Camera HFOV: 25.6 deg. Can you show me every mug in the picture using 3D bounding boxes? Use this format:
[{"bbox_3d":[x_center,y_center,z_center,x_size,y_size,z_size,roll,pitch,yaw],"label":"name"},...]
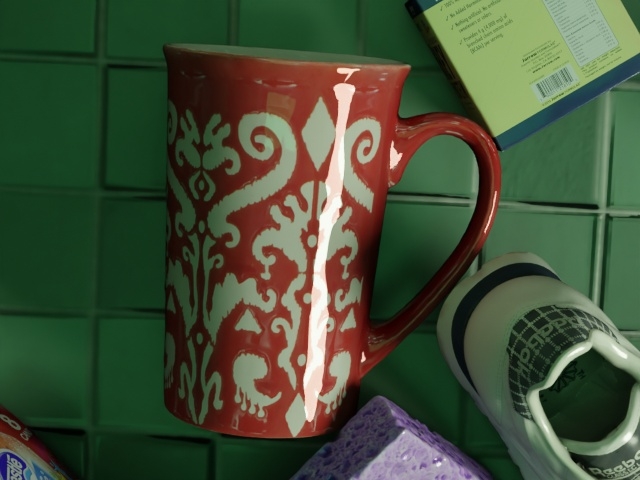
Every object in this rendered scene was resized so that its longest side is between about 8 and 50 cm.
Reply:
[{"bbox_3d":[-0.007,0.001,0.642,0.150,0.113,0.169,11,101,30],"label":"mug"}]

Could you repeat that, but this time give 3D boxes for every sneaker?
[{"bbox_3d":[0.145,0.109,0.648,0.090,0.095,0.235,-47,115,-4],"label":"sneaker"}]

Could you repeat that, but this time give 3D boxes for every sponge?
[{"bbox_3d":[-0.010,0.173,0.672,0.210,0.031,0.117,-45,136,4],"label":"sponge"}]

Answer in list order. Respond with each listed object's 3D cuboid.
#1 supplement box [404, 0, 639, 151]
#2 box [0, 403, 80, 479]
[{"bbox_3d":[0.097,-0.099,0.666,0.083,0.056,0.083,-30,95,2],"label":"supplement box"},{"bbox_3d":[-0.211,0.214,0.659,0.257,0.128,0.122,-44,94,4],"label":"box"}]
